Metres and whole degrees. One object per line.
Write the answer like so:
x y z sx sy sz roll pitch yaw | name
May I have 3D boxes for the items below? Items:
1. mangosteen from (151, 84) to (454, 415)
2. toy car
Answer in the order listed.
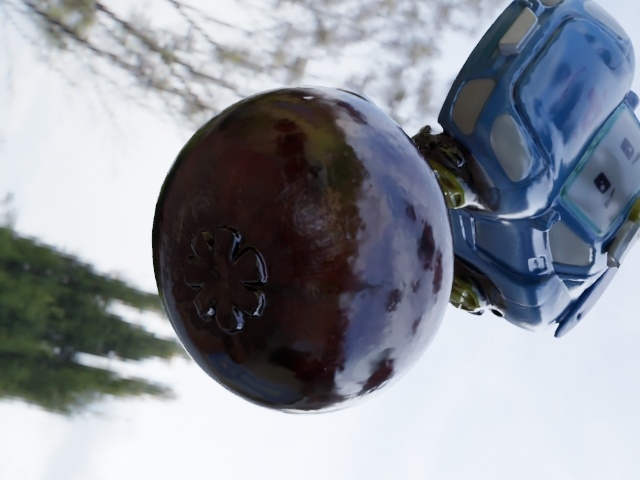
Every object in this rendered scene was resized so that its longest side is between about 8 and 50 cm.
0.000 0.000 0.798 0.200 0.200 0.200 -45 -143 48 | mangosteen
0.184 -0.053 1.121 0.198 0.166 0.314 -52 153 -22 | toy car
